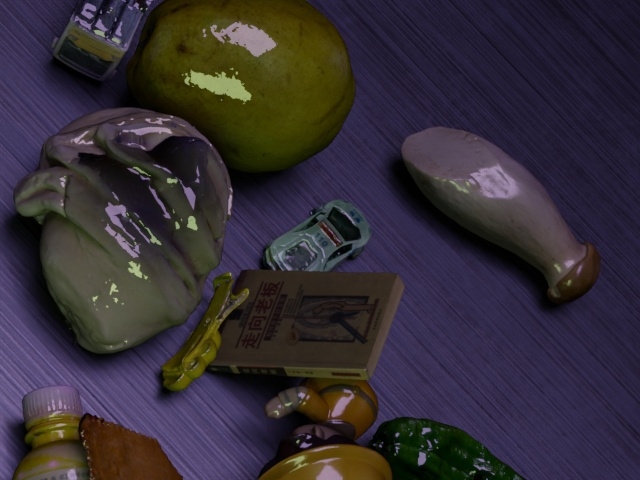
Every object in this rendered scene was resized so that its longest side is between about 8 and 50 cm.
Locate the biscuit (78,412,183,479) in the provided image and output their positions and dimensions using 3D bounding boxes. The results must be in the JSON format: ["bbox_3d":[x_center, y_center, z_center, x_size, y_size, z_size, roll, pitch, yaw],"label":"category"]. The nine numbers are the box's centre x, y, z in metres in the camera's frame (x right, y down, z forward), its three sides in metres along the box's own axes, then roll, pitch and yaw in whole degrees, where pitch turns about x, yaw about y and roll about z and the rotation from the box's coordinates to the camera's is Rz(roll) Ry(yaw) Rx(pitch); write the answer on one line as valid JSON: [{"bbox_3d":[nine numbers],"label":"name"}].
[{"bbox_3d":[-0.198,0.323,1.794,0.237,0.013,0.232,36,35,-62],"label":"biscuit"}]

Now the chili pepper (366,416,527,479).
[{"bbox_3d":[0.174,0.298,2.066,0.253,0.083,0.099,24,56,-22],"label":"chili pepper"}]

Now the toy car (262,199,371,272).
[{"bbox_3d":[0.000,0.000,2.149,0.186,0.058,0.093,-35,82,-38],"label":"toy car"}]

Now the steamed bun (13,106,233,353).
[{"bbox_3d":[-0.230,-0.034,1.950,0.275,0.206,0.320,-10,73,-35],"label":"steamed bun"}]

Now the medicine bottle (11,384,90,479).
[{"bbox_3d":[-0.294,0.275,1.790,0.122,0.122,0.212,0,64,-29],"label":"medicine bottle"}]

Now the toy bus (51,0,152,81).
[{"bbox_3d":[-0.268,-0.372,2.156,0.097,0.138,0.342,28,53,-14],"label":"toy bus"}]

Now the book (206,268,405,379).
[{"bbox_3d":[-0.021,0.104,1.999,0.026,0.231,0.161,64,36,-42],"label":"book"}]

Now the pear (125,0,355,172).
[{"bbox_3d":[-0.105,-0.222,2.098,0.307,0.253,0.253,14,58,-23],"label":"pear"}]

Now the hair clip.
[{"bbox_3d":[-0.150,0.122,1.986,0.046,0.072,0.173,42,53,-20],"label":"hair clip"}]

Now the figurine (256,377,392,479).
[{"bbox_3d":[0.007,0.273,1.922,0.192,0.167,0.257,52,41,-40],"label":"figurine"}]

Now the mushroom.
[{"bbox_3d":[0.267,-0.045,2.286,0.350,0.128,0.128,42,52,-8],"label":"mushroom"}]
